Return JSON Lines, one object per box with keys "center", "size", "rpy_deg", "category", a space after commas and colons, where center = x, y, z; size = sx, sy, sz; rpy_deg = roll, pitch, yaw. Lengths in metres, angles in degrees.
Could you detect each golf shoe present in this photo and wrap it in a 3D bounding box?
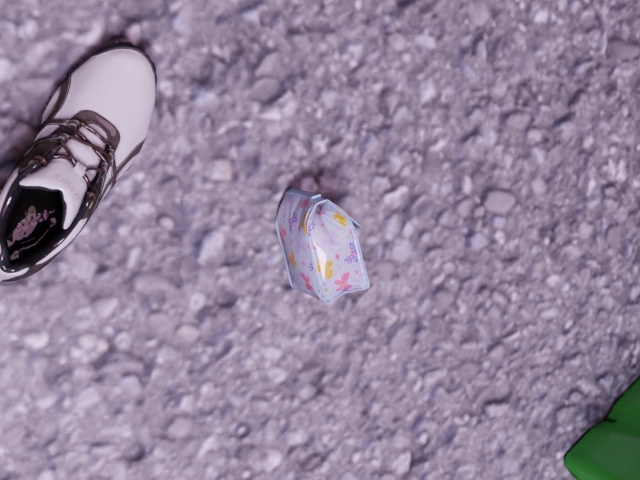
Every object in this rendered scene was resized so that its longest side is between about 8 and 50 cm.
{"center": [-0.168, -0.051, 0.669], "size": [0.077, 0.094, 0.198], "rpy_deg": [34, 80, -25], "category": "golf shoe"}

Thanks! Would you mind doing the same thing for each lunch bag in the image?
{"center": [0.000, 0.000, 0.769], "size": [0.053, 0.071, 0.083], "rpy_deg": [-21, 105, -21], "category": "lunch bag"}

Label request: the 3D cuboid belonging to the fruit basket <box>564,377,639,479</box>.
{"center": [0.450, 0.195, 0.855], "size": [0.392, 0.392, 0.283], "rpy_deg": [-41, 112, -16], "category": "fruit basket"}
